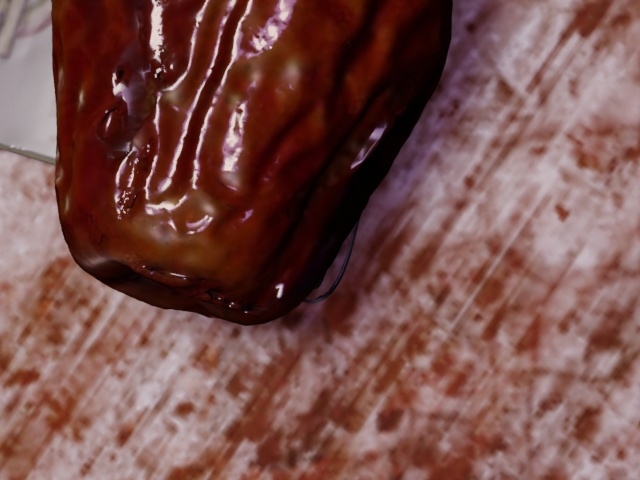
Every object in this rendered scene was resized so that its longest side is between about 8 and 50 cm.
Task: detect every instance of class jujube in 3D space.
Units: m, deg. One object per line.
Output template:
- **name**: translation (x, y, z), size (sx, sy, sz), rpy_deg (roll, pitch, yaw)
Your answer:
- **jujube**: translation (-0.033, -0.109, 0.870), size (0.197, 0.197, 0.290), rpy_deg (13, 78, 11)

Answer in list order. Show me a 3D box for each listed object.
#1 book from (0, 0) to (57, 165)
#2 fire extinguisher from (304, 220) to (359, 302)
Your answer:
- **book**: translation (-0.232, -0.174, 1.001), size (0.295, 0.020, 0.208), rpy_deg (16, 88, 10)
- **fire extinguisher**: translation (0.000, 0.000, 0.943), size (0.038, 0.025, 0.083), rpy_deg (24, 90, -12)
